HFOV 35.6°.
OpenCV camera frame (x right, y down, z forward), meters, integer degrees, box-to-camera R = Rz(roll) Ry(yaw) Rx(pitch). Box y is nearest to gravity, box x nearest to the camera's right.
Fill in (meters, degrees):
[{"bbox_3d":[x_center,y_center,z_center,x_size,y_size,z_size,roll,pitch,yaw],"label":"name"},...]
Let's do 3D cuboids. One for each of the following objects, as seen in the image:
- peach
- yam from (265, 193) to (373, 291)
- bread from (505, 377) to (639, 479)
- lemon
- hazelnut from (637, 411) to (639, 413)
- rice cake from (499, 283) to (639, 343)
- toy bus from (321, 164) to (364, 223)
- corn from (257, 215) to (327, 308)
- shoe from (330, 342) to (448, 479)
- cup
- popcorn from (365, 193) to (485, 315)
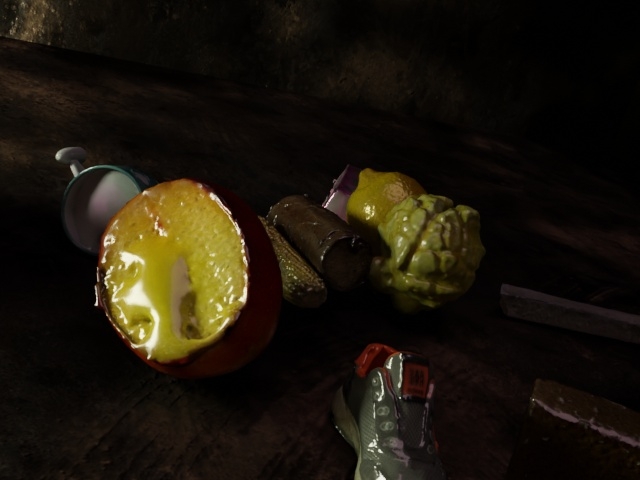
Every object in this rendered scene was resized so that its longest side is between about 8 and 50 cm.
[{"bbox_3d":[-0.190,0.063,1.446,0.281,0.281,0.338,13,19,-8],"label":"peach"},{"bbox_3d":[-0.001,-0.001,1.925,0.131,0.131,0.279,6,15,-27],"label":"yam"},{"bbox_3d":[0.464,0.336,1.351,0.416,0.165,0.113,21,21,11],"label":"bread"},{"bbox_3d":[0.151,-0.043,2.093,0.187,0.244,0.187,-25,-1,0],"label":"lemon"},{"bbox_3d":[0.522,0.315,1.600,0.086,0.086,0.086,14,19,-5],"label":"hazelnut"},{"bbox_3d":[0.528,0.156,2.054,0.365,0.056,0.073,12,20,-11],"label":"rice cake"},{"bbox_3d":[0.055,-0.089,2.284,0.090,0.112,0.274,24,20,0],"label":"toy bus"},{"bbox_3d":[-0.080,0.040,1.854,0.086,0.086,0.288,2,26,-34],"label":"corn"},{"bbox_3d":[0.112,0.239,1.328,0.132,0.171,0.336,11,19,-16],"label":"shoe"},{"bbox_3d":[-0.356,-0.058,1.803,0.300,0.167,0.173,46,14,6],"label":"cup"},{"bbox_3d":[0.199,0.020,1.888,0.195,0.255,0.256,21,26,-28],"label":"popcorn"}]
